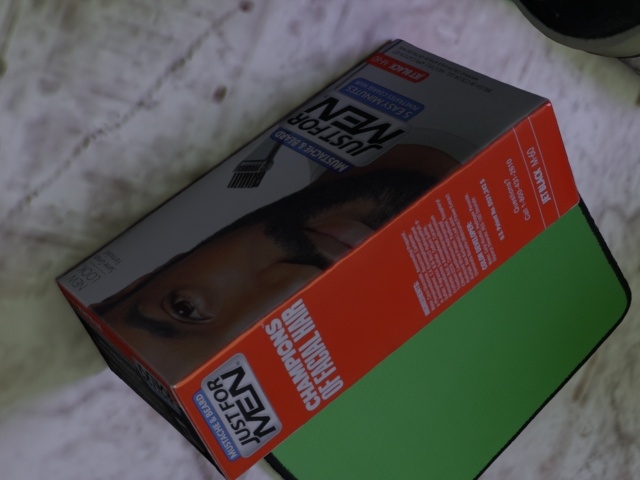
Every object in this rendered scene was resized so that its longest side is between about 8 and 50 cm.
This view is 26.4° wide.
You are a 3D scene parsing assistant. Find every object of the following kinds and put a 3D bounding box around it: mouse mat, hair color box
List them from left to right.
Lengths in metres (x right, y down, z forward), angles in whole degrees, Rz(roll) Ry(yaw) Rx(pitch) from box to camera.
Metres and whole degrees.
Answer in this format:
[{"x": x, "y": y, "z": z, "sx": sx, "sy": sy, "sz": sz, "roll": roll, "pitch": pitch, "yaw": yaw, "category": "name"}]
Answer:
[{"x": 0.000, "y": 0.000, "z": 0.497, "sx": 0.167, "sy": 0.093, "sz": 0.053, "roll": -38, "pitch": 128, "yaw": -16, "category": "hair color box"}, {"x": 0.060, "y": 0.052, "z": 0.625, "sx": 0.189, "sy": 0.007, "sz": 0.152, "roll": -45, "pitch": 131, "yaw": -9, "category": "mouse mat"}]

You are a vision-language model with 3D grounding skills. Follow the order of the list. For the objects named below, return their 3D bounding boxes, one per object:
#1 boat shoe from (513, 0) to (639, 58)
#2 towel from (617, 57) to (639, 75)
[{"x": 0.025, "y": -0.278, "z": 0.329, "sx": 0.156, "sy": 0.187, "sz": 0.500, "roll": -22, "pitch": 118, "yaw": -21, "category": "boat shoe"}, {"x": 0.184, "y": -0.205, "z": 0.563, "sx": 0.187, "sy": 0.049, "sz": 0.282, "roll": 25, "pitch": 96, "yaw": -41, "category": "towel"}]
